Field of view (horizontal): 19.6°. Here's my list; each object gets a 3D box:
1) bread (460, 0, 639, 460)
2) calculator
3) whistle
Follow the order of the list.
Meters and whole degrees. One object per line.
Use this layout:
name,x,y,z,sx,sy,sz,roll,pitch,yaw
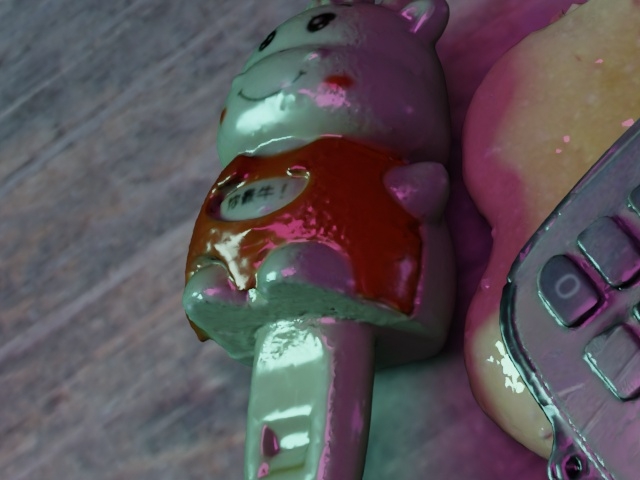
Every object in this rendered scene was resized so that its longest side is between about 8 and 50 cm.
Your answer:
bread,0.190,-0.015,0.683,0.316,0.054,0.316,-8,66,18
calculator,0.184,0.000,0.625,0.268,0.040,0.177,-37,60,5
whistle,0.000,0.001,0.728,0.106,0.102,0.253,13,66,-17
